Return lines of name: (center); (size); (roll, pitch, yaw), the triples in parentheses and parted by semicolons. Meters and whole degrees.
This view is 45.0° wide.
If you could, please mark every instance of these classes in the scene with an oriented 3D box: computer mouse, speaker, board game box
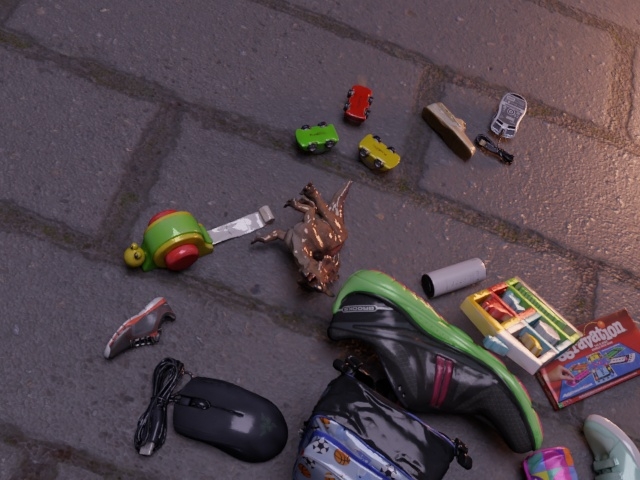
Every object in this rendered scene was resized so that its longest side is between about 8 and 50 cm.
computer mouse: (-0.186, 0.320, 1.395); (0.272, 0.072, 0.189); (16, 58, -5)
speaker: (0.285, 0.080, 1.657); (0.136, 0.055, 0.055); (-16, 67, -21)
computer mouse: (0.456, -0.282, 1.908); (0.106, 0.042, 0.193); (26, 64, 6)
board game box: (0.582, 0.251, 1.657); (0.281, 0.027, 0.145); (-16, 66, -22)

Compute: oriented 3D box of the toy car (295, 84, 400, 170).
toy car: (0.045, -0.240, 1.771); (0.224, 0.053, 0.239); (-12, 65, -20)

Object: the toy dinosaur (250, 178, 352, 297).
toy dinosaur: (0.000, 0.000, 1.596); (0.200, 0.127, 0.295); (44, 48, 3)

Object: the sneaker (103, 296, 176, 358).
sneaker: (-0.334, 0.173, 1.447); (0.065, 0.061, 0.158); (44, 61, 4)

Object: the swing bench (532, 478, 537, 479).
swing bench: (0.338, 0.571, 1.287); (0.165, 0.255, 0.253); (-29, 72, -26)

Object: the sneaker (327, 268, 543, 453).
sneaker: (0.217, 0.258, 1.502); (0.482, 0.185, 0.202); (38, 88, 4)

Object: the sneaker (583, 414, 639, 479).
sneaker: (0.551, 0.472, 1.491); (0.151, 0.094, 0.256); (-18, 67, -19)

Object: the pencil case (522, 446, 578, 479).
pencil case: (0.448, 0.509, 1.443); (0.104, 0.104, 0.237); (-1, 61, -15)

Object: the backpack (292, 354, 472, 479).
backpack: (0.078, 0.376, 1.324); (0.276, 0.263, 0.213); (38, 65, 12)

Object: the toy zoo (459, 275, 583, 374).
toy zoo: (0.401, 0.168, 1.556); (0.192, 0.030, 0.293); (45, 31, 23)

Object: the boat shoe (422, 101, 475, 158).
boat shoe: (0.319, -0.270, 1.851); (0.059, 0.063, 0.170); (-33, 74, -21)

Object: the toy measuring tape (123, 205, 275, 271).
toy measuring tape: (-0.235, -0.023, 1.545); (0.330, 0.121, 0.121); (-21, 69, -24)
